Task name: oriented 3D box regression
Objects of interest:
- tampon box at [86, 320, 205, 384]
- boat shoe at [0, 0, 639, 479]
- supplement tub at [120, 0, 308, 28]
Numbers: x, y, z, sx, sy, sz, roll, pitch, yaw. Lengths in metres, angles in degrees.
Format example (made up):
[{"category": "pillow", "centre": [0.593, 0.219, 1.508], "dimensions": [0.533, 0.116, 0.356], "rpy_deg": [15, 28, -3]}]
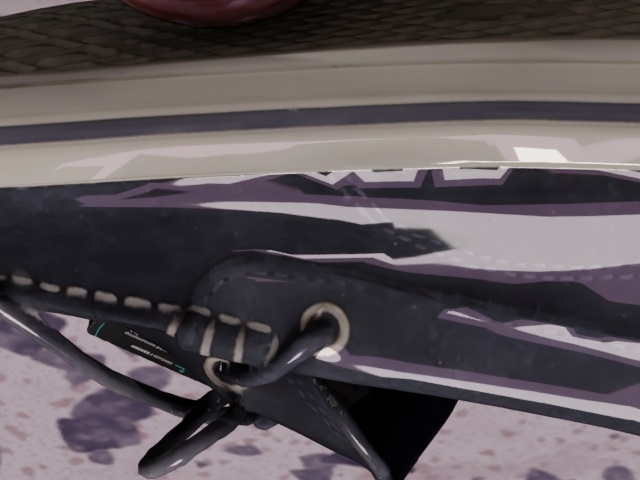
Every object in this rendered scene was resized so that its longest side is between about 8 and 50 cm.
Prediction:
[{"category": "tampon box", "centre": [-0.007, -0.012, 0.767], "dimensions": [0.120, 0.101, 0.161], "rpy_deg": [27, 137, -23]}, {"category": "boat shoe", "centre": [0.000, 0.000, 0.566], "dimensions": [0.500, 0.187, 0.156], "rpy_deg": [1, 108, 16]}, {"category": "supplement tub", "centre": [-0.026, -0.123, 0.539], "dimensions": [0.106, 0.198, 0.106], "rpy_deg": [2, 106, 6]}]
